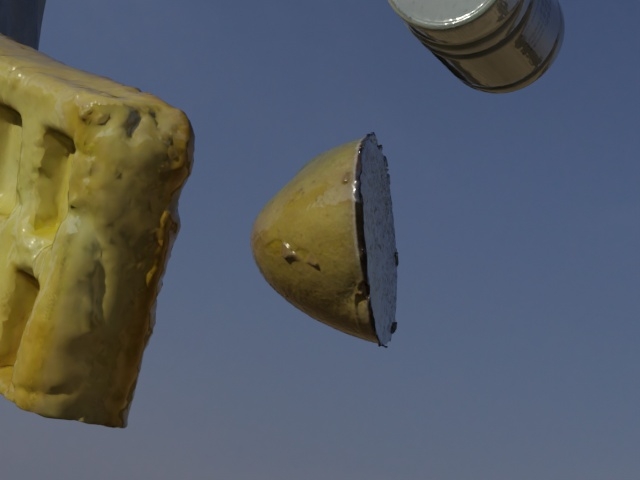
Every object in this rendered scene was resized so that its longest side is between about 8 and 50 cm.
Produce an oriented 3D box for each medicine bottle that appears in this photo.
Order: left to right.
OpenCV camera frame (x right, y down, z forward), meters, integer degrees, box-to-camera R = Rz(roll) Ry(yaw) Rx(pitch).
[{"bbox_3d":[0.066,-0.102,0.686,0.058,0.058,0.091,4,-9,22],"label":"medicine bottle"}]

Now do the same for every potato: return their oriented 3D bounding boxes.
[{"bbox_3d":[0.000,0.000,1.377,0.117,0.182,0.202,-1,4,10],"label":"potato"}]

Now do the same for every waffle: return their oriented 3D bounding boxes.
[{"bbox_3d":[-0.177,-0.023,0.858,0.057,0.168,0.274,5,14,-43],"label":"waffle"}]

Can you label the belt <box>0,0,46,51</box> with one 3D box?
[{"bbox_3d":[-0.303,-0.199,1.385,0.139,0.230,0.126,3,-12,26],"label":"belt"}]
